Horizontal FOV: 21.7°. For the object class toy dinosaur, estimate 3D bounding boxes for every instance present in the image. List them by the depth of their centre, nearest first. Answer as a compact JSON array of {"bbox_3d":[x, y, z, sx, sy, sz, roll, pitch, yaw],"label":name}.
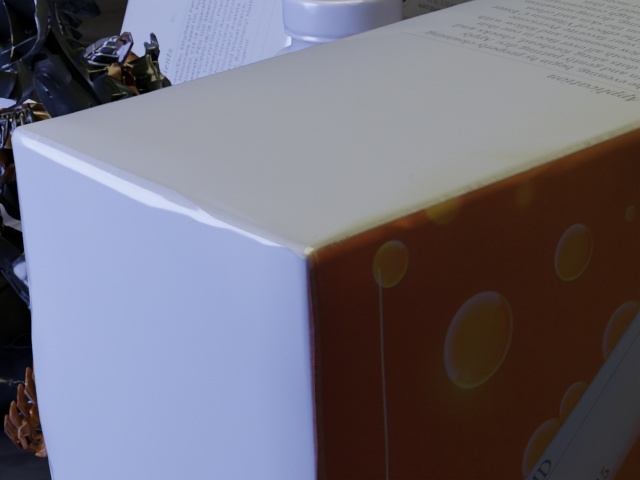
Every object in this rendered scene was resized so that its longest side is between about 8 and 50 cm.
[{"bbox_3d":[-0.112,-0.024,0.806,0.164,0.218,0.322,-40,29,-1],"label":"toy dinosaur"}]

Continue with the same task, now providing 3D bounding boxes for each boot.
[{"bbox_3d":[-0.135,0.060,0.860,0.099,0.045,0.121,1,25,7],"label":"boot"}]

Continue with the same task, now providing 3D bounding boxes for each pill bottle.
[{"bbox_3d":[0.016,-0.067,0.988,0.094,0.169,0.094,-2,22,1],"label":"pill bottle"}]

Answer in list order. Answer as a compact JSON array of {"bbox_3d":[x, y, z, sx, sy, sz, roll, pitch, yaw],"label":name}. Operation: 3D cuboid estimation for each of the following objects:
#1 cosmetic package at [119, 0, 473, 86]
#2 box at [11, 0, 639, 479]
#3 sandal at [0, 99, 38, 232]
[{"bbox_3d":[-0.023,-0.131,1.124,0.151,0.151,0.184,7,10,-44],"label":"cosmetic package"},{"bbox_3d":[0.073,0.030,0.683,0.345,0.215,0.168,-21,29,-37],"label":"box"},{"bbox_3d":[-0.194,-0.065,1.129,0.102,0.076,0.265,12,26,32],"label":"sandal"}]
